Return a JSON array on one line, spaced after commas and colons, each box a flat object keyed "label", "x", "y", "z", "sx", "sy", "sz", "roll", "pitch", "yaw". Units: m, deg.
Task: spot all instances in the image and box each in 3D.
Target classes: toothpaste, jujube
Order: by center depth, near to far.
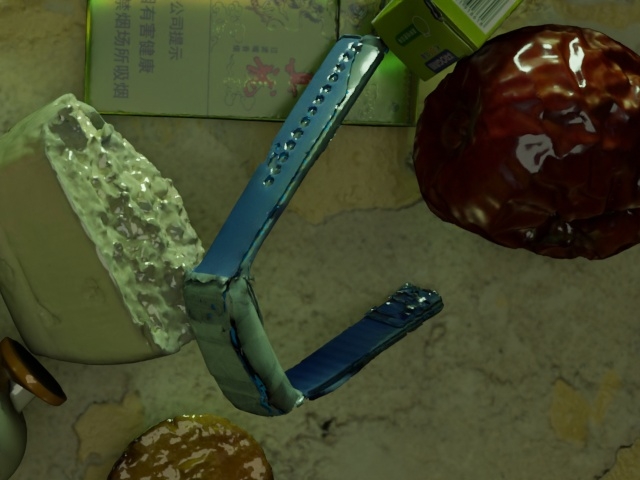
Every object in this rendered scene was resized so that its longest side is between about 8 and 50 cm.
[{"label": "toothpaste", "x": 0.183, "y": -0.282, "z": 1.200, "sx": 0.077, "sy": 0.110, "sz": 0.327, "roll": 44, "pitch": 70, "yaw": -7}, {"label": "jujube", "x": 0.208, "y": -0.085, "z": 1.216, "sx": 0.232, "sy": 0.213, "sz": 0.213, "roll": 13, "pitch": 93, "yaw": -26}]

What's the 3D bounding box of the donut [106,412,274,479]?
[{"label": "donut", "x": -0.127, "y": 0.244, "z": 1.267, "sx": 0.162, "sy": 0.065, "sz": 0.178, "roll": 27, "pitch": 89, "yaw": -14}]

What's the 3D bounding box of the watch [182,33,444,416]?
[{"label": "watch", "x": -0.007, "y": -0.008, "z": 1.167, "sx": 0.274, "sy": 0.068, "sz": 0.276, "roll": -32, "pitch": 115, "yaw": -39}]

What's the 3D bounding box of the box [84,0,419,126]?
[{"label": "box", "x": -0.060, "y": -0.197, "z": 1.251, "sx": 0.311, "sy": 0.043, "sz": 0.173, "roll": 2, "pitch": 94, "yaw": -8}]

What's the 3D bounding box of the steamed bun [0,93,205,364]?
[{"label": "steamed bun", "x": -0.194, "y": -0.021, "z": 1.173, "sx": 0.170, "sy": 0.200, "sz": 0.226, "roll": -40, "pitch": 117, "yaw": -47}]

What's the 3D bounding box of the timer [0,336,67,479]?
[{"label": "timer", "x": -0.372, "y": 0.146, "z": 1.142, "sx": 0.240, "sy": 0.233, "sz": 0.233, "roll": -43, "pitch": 98, "yaw": -6}]
